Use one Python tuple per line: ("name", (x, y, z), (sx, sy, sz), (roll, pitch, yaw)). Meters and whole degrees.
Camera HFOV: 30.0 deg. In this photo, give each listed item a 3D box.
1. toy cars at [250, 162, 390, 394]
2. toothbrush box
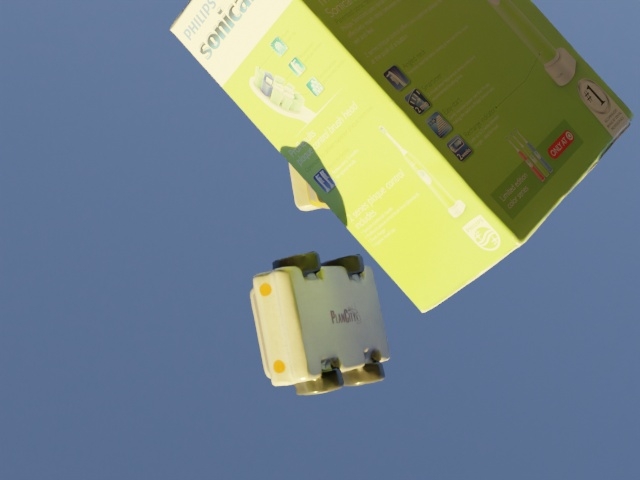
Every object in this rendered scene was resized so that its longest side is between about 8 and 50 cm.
("toy cars", (0.000, 0.000, 0.979), (0.087, 0.176, 0.393), (-13, -145, 21))
("toothbrush box", (0.066, -0.124, 0.891), (0.283, 0.122, 0.206), (48, -132, -1))
